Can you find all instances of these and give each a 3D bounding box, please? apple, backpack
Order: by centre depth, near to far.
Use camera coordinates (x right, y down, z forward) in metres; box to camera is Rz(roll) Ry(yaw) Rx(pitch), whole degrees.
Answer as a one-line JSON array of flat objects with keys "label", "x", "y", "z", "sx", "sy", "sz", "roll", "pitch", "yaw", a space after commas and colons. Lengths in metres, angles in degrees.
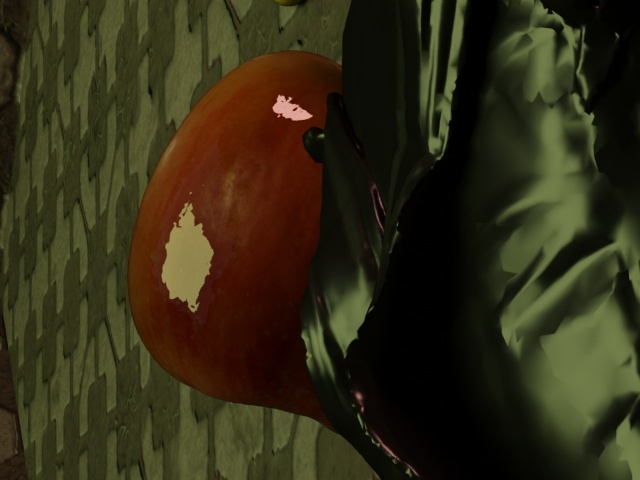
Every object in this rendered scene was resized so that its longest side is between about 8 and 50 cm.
[{"label": "backpack", "x": 0.118, "y": -0.003, "z": 0.844, "sx": 0.363, "sy": 0.254, "sz": 0.446, "roll": 110, "pitch": 154, "yaw": -61}, {"label": "apple", "x": 0.000, "y": 0.000, "z": 1.255, "sx": 0.242, "sy": 0.242, "sz": 0.241, "roll": -161, "pitch": 89, "yaw": -73}]

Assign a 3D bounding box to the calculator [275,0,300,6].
[{"label": "calculator", "x": -0.026, "y": -0.336, "z": 1.730, "sx": 0.146, "sy": 0.032, "sz": 0.235, "roll": -139, "pitch": 51, "yaw": -69}]
